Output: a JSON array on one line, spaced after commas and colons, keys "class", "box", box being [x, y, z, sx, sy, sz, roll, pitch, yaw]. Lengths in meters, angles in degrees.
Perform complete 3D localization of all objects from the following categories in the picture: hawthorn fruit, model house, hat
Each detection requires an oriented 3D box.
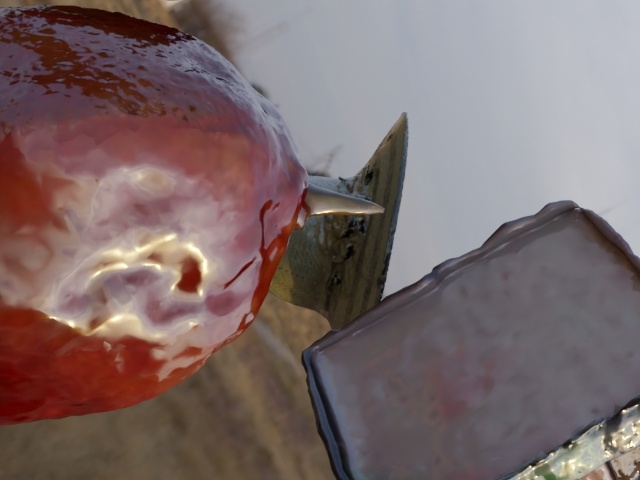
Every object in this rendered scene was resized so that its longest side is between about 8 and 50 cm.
[{"class": "hawthorn fruit", "box": [-0.094, -0.015, 0.575, 0.189, 0.251, 0.190, 175, -90, -85]}, {"class": "model house", "box": [0.147, 0.150, 0.896, 0.237, 0.237, 0.202, 59, 0, -38]}, {"class": "hat", "box": [0.000, 0.000, 1.135, 0.252, 0.110, 0.252, -169, -90, -88]}]
